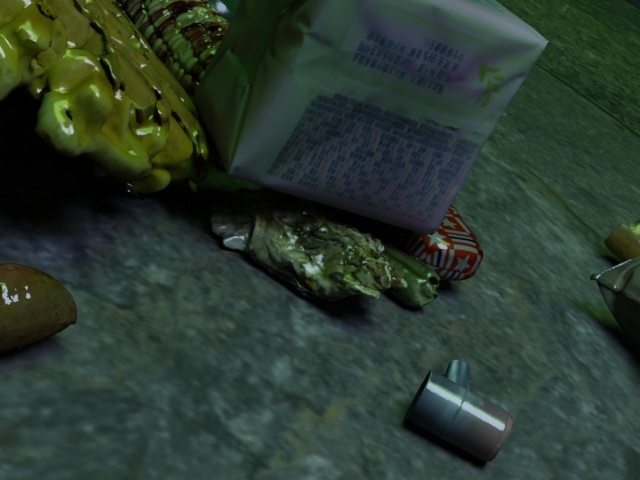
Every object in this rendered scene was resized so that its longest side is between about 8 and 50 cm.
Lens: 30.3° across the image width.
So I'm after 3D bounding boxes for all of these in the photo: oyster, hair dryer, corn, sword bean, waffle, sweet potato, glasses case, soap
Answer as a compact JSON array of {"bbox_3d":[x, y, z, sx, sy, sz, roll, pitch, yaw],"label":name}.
[{"bbox_3d":[0.001,0.001,0.898,0.165,0.053,0.108,35,25,21],"label":"oyster"},{"bbox_3d":[0.098,0.106,0.813,0.063,0.037,0.114,29,17,2],"label":"hair dryer"},{"bbox_3d":[-0.133,-0.186,1.074,0.098,0.098,0.290,4,27,-40],"label":"corn"},{"bbox_3d":[0.002,-0.031,0.988,0.043,0.038,0.269,-26,51,-29],"label":"sword bean"},{"bbox_3d":[-0.220,-0.181,0.848,0.382,0.095,0.379,50,5,8],"label":"waffle"},{"bbox_3d":[-0.214,0.048,0.610,0.050,0.050,0.214,39,31,26],"label":"sweet potato"},{"bbox_3d":[0.071,-0.027,1.026,0.073,0.049,0.194,9,29,-28],"label":"glasses case"},{"bbox_3d":[0.032,-0.125,0.898,0.199,0.182,0.138,14,25,-32],"label":"soap"}]

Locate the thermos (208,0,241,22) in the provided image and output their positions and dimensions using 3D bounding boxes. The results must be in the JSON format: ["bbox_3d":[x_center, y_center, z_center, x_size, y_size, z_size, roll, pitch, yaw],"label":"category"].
[{"bbox_3d":[-0.116,-0.236,1.250,0.073,0.083,0.188,2,26,5],"label":"thermos"}]

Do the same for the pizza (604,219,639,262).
[{"bbox_3d":[0.416,0.044,1.215,0.271,0.056,0.134,19,27,-13],"label":"pizza"}]

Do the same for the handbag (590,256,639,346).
[{"bbox_3d":[0.381,0.088,1.020,0.270,0.117,0.182,14,13,-24],"label":"handbag"}]
